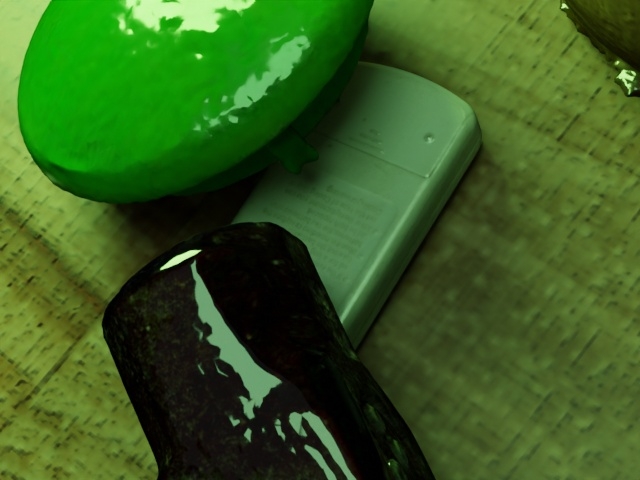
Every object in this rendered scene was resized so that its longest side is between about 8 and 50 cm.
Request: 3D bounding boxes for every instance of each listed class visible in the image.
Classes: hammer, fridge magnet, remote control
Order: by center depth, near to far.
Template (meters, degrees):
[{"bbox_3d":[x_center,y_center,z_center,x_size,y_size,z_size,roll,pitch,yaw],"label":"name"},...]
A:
[{"bbox_3d":[-0.135,0.181,0.599,0.409,0.095,0.242,-28,69,10],"label":"hammer"},{"bbox_3d":[0.000,0.000,0.690,0.088,0.029,0.190,24,74,27],"label":"remote control"},{"bbox_3d":[-0.059,-0.103,0.714,0.208,0.088,0.208,-20,49,24],"label":"fridge magnet"}]

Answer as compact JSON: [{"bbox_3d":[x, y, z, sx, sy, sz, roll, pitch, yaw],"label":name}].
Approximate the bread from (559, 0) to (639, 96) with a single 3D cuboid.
[{"bbox_3d":[0.202,-0.151,0.629,0.262,0.163,0.204,34,89,44],"label":"bread"}]
